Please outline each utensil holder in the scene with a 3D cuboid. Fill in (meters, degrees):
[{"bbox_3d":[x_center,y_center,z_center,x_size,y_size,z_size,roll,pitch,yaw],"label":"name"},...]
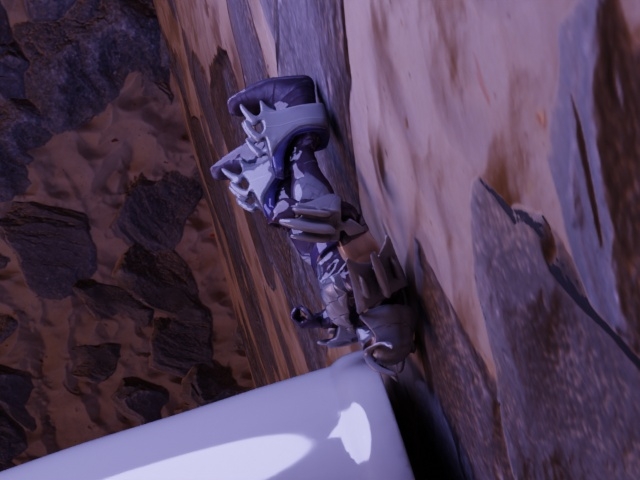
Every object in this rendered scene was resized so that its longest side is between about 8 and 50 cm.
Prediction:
[{"bbox_3d":[-0.091,0.307,0.910,0.327,0.386,0.327,163,90,-89],"label":"utensil holder"}]

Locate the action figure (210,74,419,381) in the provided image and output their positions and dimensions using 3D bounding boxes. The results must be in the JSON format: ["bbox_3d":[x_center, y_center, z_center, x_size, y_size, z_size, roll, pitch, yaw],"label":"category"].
[{"bbox_3d":[0.000,0.000,0.830,0.185,0.099,0.285,91,157,-49],"label":"action figure"}]
